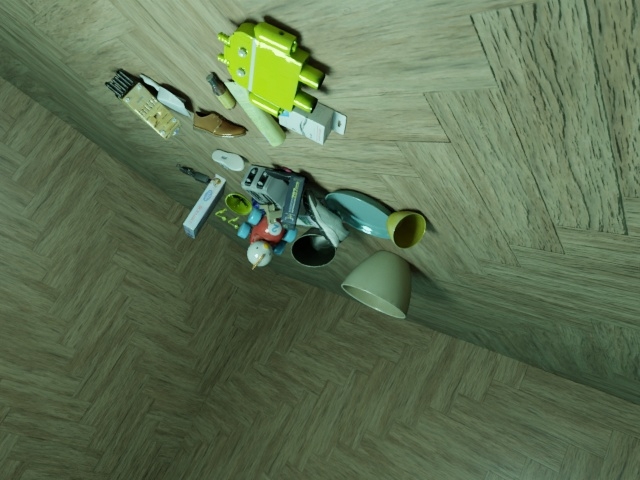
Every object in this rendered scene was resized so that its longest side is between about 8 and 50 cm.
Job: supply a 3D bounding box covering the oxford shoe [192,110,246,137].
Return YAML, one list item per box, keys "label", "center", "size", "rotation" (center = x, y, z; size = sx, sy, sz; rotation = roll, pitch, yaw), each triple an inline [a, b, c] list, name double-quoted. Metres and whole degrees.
- label: "oxford shoe"
  center: [-0.364, -0.416, 1.587]
  size: [0.212, 0.076, 0.076]
  rotation: [15, 124, 12]

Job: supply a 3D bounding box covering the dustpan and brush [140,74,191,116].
- label: "dustpan and brush"
  center: [-0.561, -0.528, 1.603]
  size: [0.211, 0.060, 0.147]
  rotation: [24, 179, -8]

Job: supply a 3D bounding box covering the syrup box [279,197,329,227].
- label: "syrup box"
  center: [-0.063, -0.122, 1.944]
  size: [0.237, 0.096, 0.093]
  rotation: [10, 155, 45]

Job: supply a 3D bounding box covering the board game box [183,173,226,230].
- label: "board game box"
  center: [-0.630, -0.178, 2.416]
  size: [0.066, 0.318, 0.318]
  rotation: [31, 165, -9]

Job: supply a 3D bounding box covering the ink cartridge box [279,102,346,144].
- label: "ink cartridge box"
  center: [-0.024, -0.333, 1.226]
  size: [0.180, 0.060, 0.104]
  rotation: [27, 165, 6]

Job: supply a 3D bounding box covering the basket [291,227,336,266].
- label: "basket"
  center: [0.000, 0.000, 1.978]
  size: [0.205, 0.227, 0.154]
  rotation: [-7, 111, 21]

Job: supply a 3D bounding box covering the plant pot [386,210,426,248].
- label: "plant pot"
  center: [0.284, -0.050, 1.543]
  size: [0.134, 0.134, 0.095]
  rotation: [39, -176, -36]

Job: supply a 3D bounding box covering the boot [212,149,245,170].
- label: "boot"
  center: [-0.378, -0.335, 1.918]
  size: [0.190, 0.069, 0.086]
  rotation: [29, 176, 32]

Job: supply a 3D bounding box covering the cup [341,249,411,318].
- label: "cup"
  center: [0.296, 0.187, 2.095]
  size: [0.331, 0.236, 0.331]
  rotation: [26, 165, 7]

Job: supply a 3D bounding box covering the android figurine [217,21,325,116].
- label: "android figurine"
  center: [-0.126, -0.414, 1.074]
  size: [0.273, 0.056, 0.248]
  rotation: [28, 152, -1]

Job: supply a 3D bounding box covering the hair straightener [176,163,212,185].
- label: "hair straightener"
  center: [-0.708, -0.378, 2.441]
  size: [0.231, 0.047, 0.089]
  rotation: [29, 167, 17]

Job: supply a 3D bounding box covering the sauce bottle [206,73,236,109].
- label: "sauce bottle"
  center: [-0.307, -0.459, 1.368]
  size: [0.042, 0.042, 0.128]
  rotation: [20, 162, 31]

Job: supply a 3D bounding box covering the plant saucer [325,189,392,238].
- label: "plant saucer"
  center: [0.167, -0.106, 1.707]
  size: [0.318, 0.043, 0.317]
  rotation: [26, 166, 7]

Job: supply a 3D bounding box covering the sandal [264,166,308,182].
- label: "sandal"
  center: [-0.131, -0.263, 1.747]
  size: [0.179, 0.040, 0.067]
  rotation: [11, 169, 9]

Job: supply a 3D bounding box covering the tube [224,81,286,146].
- label: "tube"
  center: [-0.192, -0.393, 1.362]
  size: [0.070, 0.062, 0.240]
  rotation: [-25, 135, 19]

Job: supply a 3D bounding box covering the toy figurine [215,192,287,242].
- label: "toy figurine"
  center: [-0.287, -0.147, 2.091]
  size: [0.363, 0.217, 0.191]
  rotation: [33, 132, -23]

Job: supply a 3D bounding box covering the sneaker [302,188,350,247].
- label: "sneaker"
  center: [0.021, -0.099, 1.760]
  size: [0.271, 0.108, 0.100]
  rotation: [54, 174, -27]

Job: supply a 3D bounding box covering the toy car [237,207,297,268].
- label: "toy car"
  center: [-0.246, 0.022, 1.932]
  size: [0.219, 0.237, 0.210]
  rotation: [27, 134, -20]

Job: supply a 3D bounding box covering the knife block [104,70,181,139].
- label: "knife block"
  center: [-0.682, -0.519, 1.695]
  size: [0.276, 0.088, 0.242]
  rotation: [45, 173, -31]

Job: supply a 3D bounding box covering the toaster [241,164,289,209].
- label: "toaster"
  center: [-0.222, -0.225, 1.892]
  size: [0.168, 0.110, 0.186]
  rotation: [18, 163, 38]

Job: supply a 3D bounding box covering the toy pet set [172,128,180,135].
- label: "toy pet set"
  center: [-0.641, -0.500, 1.872]
  size: [0.122, 0.065, 0.114]
  rotation: [45, -166, -40]

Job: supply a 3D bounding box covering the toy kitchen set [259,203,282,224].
- label: "toy kitchen set"
  center: [-0.209, -0.116, 1.897]
  size: [0.068, 0.083, 0.075]
  rotation: [-13, -169, -33]

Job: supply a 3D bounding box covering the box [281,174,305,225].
- label: "box"
  center: [-0.109, -0.142, 1.746]
  size: [0.059, 0.183, 0.232]
  rotation: [11, 175, -2]
